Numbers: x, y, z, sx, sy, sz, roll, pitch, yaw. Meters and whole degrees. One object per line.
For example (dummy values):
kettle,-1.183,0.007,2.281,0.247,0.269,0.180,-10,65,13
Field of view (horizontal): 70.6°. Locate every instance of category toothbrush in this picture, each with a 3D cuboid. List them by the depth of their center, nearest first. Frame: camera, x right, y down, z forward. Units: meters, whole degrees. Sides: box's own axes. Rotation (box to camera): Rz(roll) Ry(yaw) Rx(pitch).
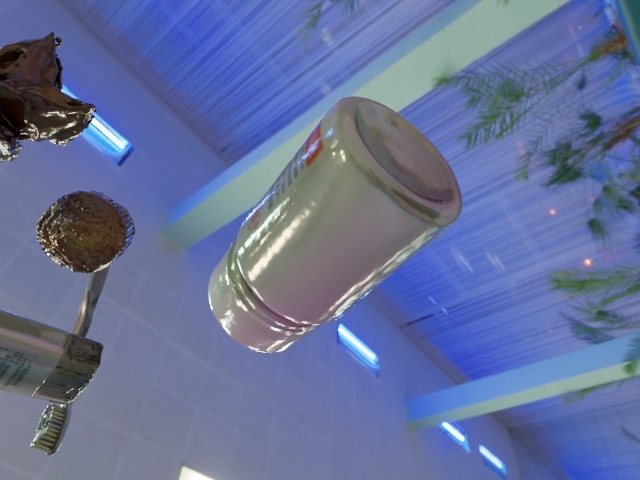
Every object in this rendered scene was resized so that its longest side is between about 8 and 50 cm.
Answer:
toothbrush,-0.355,0.122,0.679,0.037,0.028,0.375,51,-156,-43

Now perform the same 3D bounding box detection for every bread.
bread,-0.233,-0.009,0.447,0.085,0.085,0.053,56,-179,-10

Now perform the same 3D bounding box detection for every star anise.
star anise,-0.495,-0.204,0.703,0.148,0.346,0.237,44,-126,-46

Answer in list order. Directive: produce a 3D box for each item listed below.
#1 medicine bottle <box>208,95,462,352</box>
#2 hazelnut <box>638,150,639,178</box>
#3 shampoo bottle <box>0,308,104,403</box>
medicine bottle,0.000,0.000,0.676,0.219,0.388,0.219,25,-140,-23
hazelnut,0.475,-0.104,0.373,0.409,0.359,0.359,39,-148,-66
shampoo bottle,-0.335,0.095,0.427,0.227,0.086,0.056,32,-155,-34
